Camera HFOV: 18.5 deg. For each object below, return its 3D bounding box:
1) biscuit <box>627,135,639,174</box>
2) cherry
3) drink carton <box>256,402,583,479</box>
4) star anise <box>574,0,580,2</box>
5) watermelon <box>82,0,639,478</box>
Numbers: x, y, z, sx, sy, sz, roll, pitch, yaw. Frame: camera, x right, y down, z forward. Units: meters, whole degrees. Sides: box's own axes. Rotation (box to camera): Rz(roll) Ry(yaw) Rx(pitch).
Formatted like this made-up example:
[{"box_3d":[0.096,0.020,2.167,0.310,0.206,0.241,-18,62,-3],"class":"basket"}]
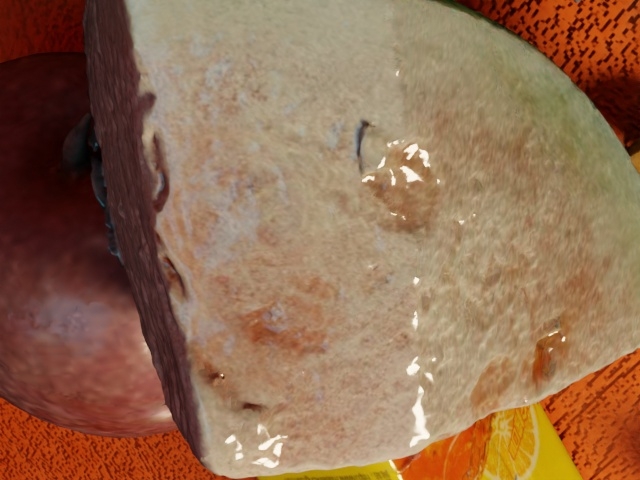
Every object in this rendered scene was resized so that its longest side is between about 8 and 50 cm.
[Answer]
[{"box_3d":[0.236,-0.016,1.036,0.158,0.035,0.240,17,138,14],"class":"biscuit"},{"box_3d":[-0.134,0.004,1.152,0.236,0.213,0.285,61,165,24],"class":"cherry"},{"box_3d":[0.093,0.195,1.245,0.111,0.154,0.351,-7,127,37],"class":"drink carton"},{"box_3d":[0.156,-0.179,0.782,0.063,0.208,0.171,-155,65,-62],"class":"star anise"},{"box_3d":[0.000,0.000,0.981,0.387,0.258,0.228,33,163,-38],"class":"watermelon"}]
